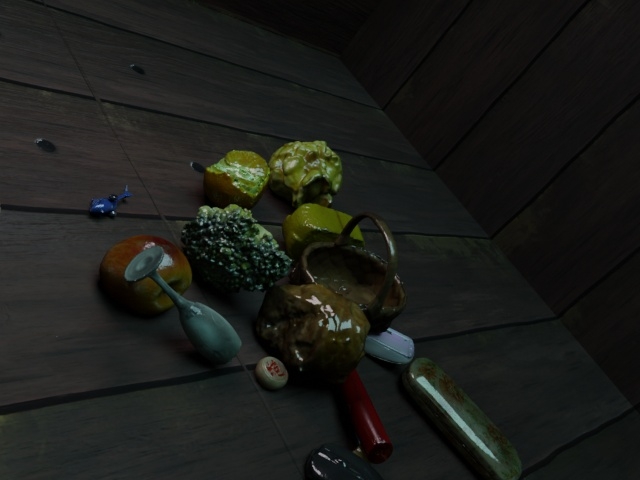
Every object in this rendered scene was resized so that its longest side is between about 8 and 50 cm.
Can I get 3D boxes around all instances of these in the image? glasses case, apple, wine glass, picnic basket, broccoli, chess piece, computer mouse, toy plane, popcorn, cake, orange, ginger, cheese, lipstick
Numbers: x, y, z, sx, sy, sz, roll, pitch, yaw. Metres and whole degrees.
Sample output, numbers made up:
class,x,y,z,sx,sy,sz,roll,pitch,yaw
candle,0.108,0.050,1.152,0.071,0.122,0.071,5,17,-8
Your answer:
class,x,y,z,sx,sy,sz,roll,pitch,yaw
glasses case,0.399,0.512,1.875,0.425,0.098,0.156,47,33,13
apple,-0.393,0.069,1.500,0.173,0.160,0.195,29,14,28
wine glass,-0.357,0.198,1.424,0.309,0.264,0.096,56,-1,-35
picnic basket,0.110,0.080,1.847,0.337,0.337,0.293,18,33,-37
broccoli,-0.204,0.005,1.703,0.288,0.248,0.245,40,34,0
chess piece,-0.117,0.319,1.580,0.084,0.038,0.083,28,30,-18
computer mouse,0.085,0.550,1.443,0.269,0.086,0.138,46,27,13
toy plane,-0.531,-0.101,1.673,0.062,0.054,0.167,19,25,14
popcorn,-0.049,-0.218,2.264,0.270,0.224,0.258,47,43,-6
computer mouse,0.162,0.287,1.944,0.245,0.056,0.126,25,31,-5
cake,0.000,0.000,2.044,0.261,0.179,0.156,17,35,-33
orange,-0.259,-0.171,1.989,0.179,0.158,0.237,25,28,-2
ginger,-0.002,0.222,1.663,0.223,0.200,0.269,16,19,-46
cheese,0.097,0.516,1.558,0.060,0.041,0.084,42,24,14
lipstick,0.100,0.419,1.622,0.073,0.073,0.279,23,21,-30
